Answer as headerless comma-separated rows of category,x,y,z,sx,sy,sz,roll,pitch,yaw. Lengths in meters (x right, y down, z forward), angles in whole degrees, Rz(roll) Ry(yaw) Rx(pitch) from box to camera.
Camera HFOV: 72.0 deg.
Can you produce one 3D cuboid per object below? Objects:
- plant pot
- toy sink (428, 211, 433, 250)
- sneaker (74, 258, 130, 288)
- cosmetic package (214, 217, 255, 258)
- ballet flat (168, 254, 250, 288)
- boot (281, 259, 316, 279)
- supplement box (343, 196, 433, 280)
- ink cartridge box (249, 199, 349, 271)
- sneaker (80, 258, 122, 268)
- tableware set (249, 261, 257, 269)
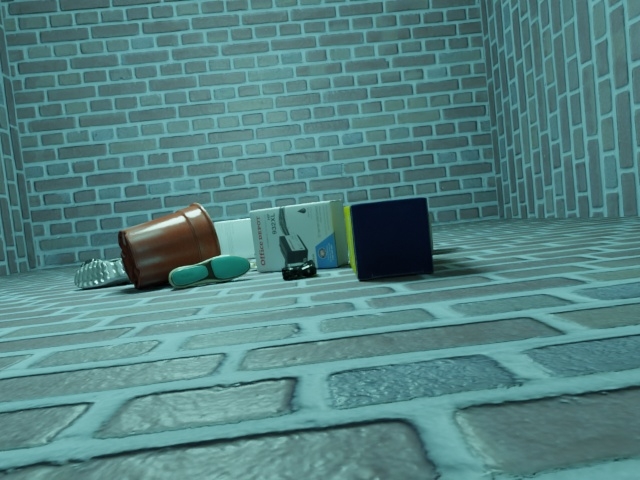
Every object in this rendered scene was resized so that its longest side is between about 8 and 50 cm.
plant pot,-0.518,0.032,1.493,0.265,0.272,0.273,-18,9,-33
toy sink,0.306,-0.021,1.579,0.131,0.152,0.234,-4,3,35
sneaker,-0.776,0.137,1.661,0.282,0.105,0.115,-10,-31,-3
cosmetic package,-0.344,-0.015,2.306,0.386,0.217,0.156,-5,3,-5
ballet flat,-0.345,0.101,1.380,0.249,0.086,0.086,-8,3,-19
boot,-0.066,0.088,1.307,0.099,0.045,0.121,-10,4,-6
supplement box,0.178,-0.013,1.256,0.194,0.195,0.356,-6,3,1
ink cartridge box,-0.075,-0.013,1.529,0.308,0.222,0.129,-5,4,23
sneaker,-0.889,0.138,1.847,0.276,0.106,0.110,-1,-15,16
tableware set,-0.249,0.100,1.696,0.169,0.020,0.141,-3,6,31
